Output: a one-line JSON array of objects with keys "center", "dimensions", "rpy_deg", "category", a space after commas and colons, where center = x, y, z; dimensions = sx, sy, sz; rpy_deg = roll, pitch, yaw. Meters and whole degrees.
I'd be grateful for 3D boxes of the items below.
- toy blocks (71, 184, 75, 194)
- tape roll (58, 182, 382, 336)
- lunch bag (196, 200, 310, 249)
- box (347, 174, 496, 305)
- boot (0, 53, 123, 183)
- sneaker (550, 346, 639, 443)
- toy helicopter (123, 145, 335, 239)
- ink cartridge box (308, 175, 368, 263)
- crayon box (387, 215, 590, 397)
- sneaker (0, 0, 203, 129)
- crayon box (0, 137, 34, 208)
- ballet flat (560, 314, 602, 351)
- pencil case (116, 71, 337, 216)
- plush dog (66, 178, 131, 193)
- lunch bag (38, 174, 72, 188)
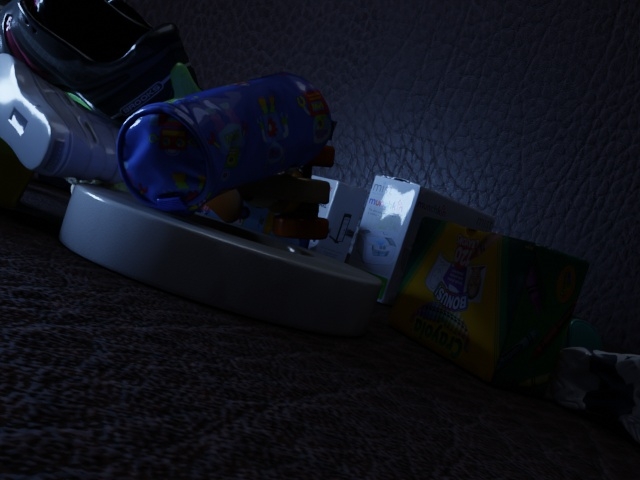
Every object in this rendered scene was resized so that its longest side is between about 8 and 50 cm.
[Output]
[{"center": [-0.391, -0.081, 1.490], "dimensions": [0.123, 0.054, 0.148], "rpy_deg": [18, 2, 9], "category": "toy blocks"}, {"center": [-0.118, 0.019, 0.946], "dimensions": [0.392, 0.072, 0.392], "rpy_deg": [19, 2, -1], "category": "tape roll"}, {"center": [-0.129, -0.025, 1.569], "dimensions": [0.221, 0.138, 0.293], "rpy_deg": [16, -7, 1], "category": "lunch bag"}, {"center": [0.196, 0.018, 1.525], "dimensions": [0.262, 0.231, 0.127], "rpy_deg": [17, 2, -44], "category": "box"}, {"center": [-0.341, -0.149, 0.996], "dimensions": [0.123, 0.095, 0.258], "rpy_deg": [15, 25, -47], "category": "boot"}, {"center": [0.376, 0.172, 0.819], "dimensions": [0.153, 0.094, 0.235], "rpy_deg": [8, -4, -24], "category": "sneaker"}, {"center": [-0.162, -0.083, 1.116], "dimensions": [0.355, 0.140, 0.235], "rpy_deg": [7, 6, 20], "category": "toy helicopter"}, {"center": [0.011, -0.036, 1.745], "dimensions": [0.086, 0.203, 0.148], "rpy_deg": [17, 2, -27], "category": "ink cartridge box"}, {"center": [0.199, 0.072, 0.983], "dimensions": [0.081, 0.165, 0.278], "rpy_deg": [18, 2, -22], "category": "crayon box"}, {"center": [-0.363, -0.291, 1.095], "dimensions": [0.483, 0.202, 0.185], "rpy_deg": [19, 45, 21], "category": "sneaker"}, {"center": [-0.503, -0.142, 0.981], "dimensions": [0.202, 0.081, 0.319], "rpy_deg": [42, 16, 35], "category": "crayon box"}, {"center": [0.350, 0.156, 1.190], "dimensions": [0.096, 0.095, 0.280], "rpy_deg": [5, -6, 36], "category": "ballet flat"}, {"center": [-0.099, -0.119, 0.916], "dimensions": [0.119, 0.133, 0.306], "rpy_deg": [-6, 14, 30], "category": "pencil case"}, {"center": [-0.406, -0.153, 1.333], "dimensions": [0.225, 0.210, 0.262], "rpy_deg": [16, -15, 35], "category": "plush dog"}, {"center": [-0.543, -0.144, 1.655], "dimensions": [0.099, 0.067, 0.065], "rpy_deg": [19, 2, 23], "category": "lunch bag"}]
